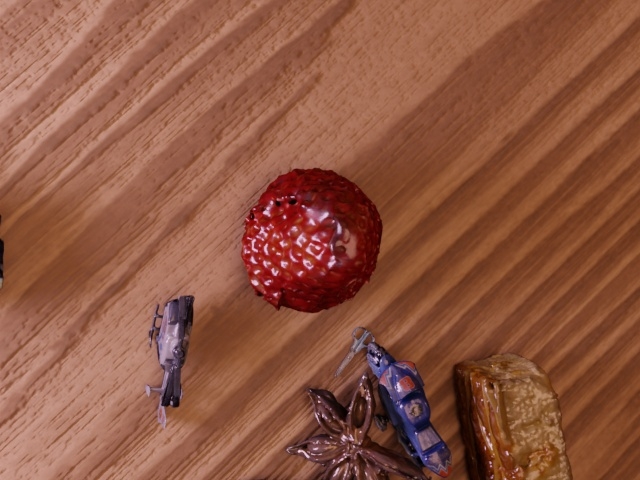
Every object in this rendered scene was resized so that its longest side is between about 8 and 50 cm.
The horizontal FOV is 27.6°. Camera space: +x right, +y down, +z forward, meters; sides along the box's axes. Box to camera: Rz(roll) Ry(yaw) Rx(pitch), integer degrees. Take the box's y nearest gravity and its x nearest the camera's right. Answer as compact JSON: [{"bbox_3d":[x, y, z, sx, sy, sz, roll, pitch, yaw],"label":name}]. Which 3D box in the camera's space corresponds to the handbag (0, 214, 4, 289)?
[{"bbox_3d":[-0.531,0.014,1.642,0.260,0.113,0.162,8,84,-16],"label":"handbag"}]

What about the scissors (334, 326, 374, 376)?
[{"bbox_3d":[0.046,0.164,1.886,0.036,0.006,0.083,38,81,-17],"label":"scissors"}]

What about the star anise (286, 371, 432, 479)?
[{"bbox_3d":[0.042,0.293,1.842,0.172,0.063,0.208,-31,89,17],"label":"star anise"}]

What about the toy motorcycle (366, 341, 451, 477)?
[{"bbox_3d":[0.123,0.239,1.857,0.076,0.114,0.205,-27,100,-15],"label":"toy motorcycle"}]

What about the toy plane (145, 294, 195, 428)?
[{"bbox_3d":[-0.204,0.155,1.772,0.053,0.078,0.197,8,105,-20],"label":"toy plane"}]

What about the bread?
[{"bbox_3d":[0.281,0.312,1.878,0.114,0.185,0.274,-14,97,-11],"label":"bread"}]

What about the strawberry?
[{"bbox_3d":[0.000,0.000,1.739,0.205,0.244,0.205,-1,92,-15],"label":"strawberry"}]
